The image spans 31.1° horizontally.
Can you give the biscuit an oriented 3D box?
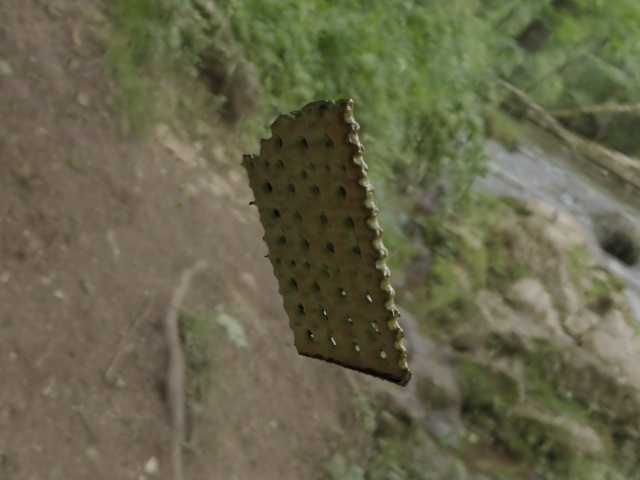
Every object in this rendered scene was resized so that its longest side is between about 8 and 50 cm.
[{"bbox_3d":[-0.001,0.000,0.805,0.016,0.203,0.144,-25,19,-33],"label":"biscuit"}]
